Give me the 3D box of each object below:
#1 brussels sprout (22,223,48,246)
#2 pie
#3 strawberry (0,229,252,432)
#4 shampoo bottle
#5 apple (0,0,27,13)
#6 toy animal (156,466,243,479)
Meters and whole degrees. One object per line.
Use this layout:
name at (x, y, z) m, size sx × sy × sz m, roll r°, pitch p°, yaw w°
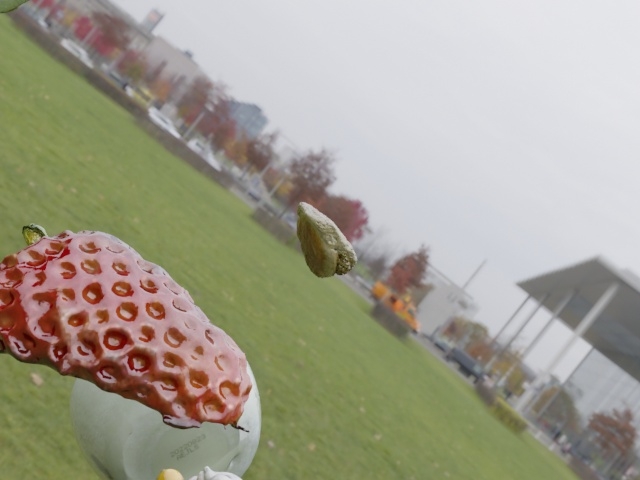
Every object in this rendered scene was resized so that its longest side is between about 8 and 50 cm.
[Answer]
brussels sprout at (-0.440, 0.011, 1.405) m, size 0.083 × 0.046 × 0.051 m, roll 66°, pitch 3°, yaw 32°
pie at (0.000, 0.000, 1.727) m, size 0.163 × 0.079 × 0.193 m, roll 61°, pitch -13°, yaw 4°
strawberry at (-0.209, 0.076, 0.908) m, size 0.253 × 0.150 × 0.280 m, roll 24°, pitch -8°, yaw -35°
shampoo bottle at (-0.264, 0.295, 1.547) m, size 0.322 × 0.322 × 0.317 m, roll 39°, pitch 2°, yaw -36°
apple at (-0.401, -0.361, 1.013) m, size 0.188 × 0.207 × 0.174 m, roll -13°, pitch 29°, yaw -26°
toy animal at (-0.124, 0.323, 1.048) m, size 0.182 × 0.131 × 0.127 m, roll -45°, pitch 117°, yaw -57°
